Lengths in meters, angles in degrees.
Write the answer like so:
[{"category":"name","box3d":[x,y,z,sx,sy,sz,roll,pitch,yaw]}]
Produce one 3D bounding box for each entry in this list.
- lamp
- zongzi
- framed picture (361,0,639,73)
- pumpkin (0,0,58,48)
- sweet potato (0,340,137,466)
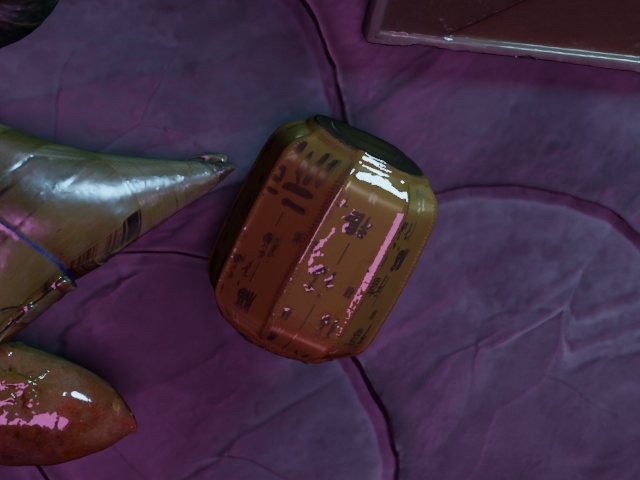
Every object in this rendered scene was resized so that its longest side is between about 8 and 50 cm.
[{"category":"lamp","box3d":[0.000,0.000,1.321,0.161,0.161,0.185,25,104,-17]},{"category":"zongzi","box3d":[-0.251,-0.077,1.282,0.289,0.123,0.260,-39,102,-15]},{"category":"framed picture","box3d":[0.221,-0.251,1.301,0.335,0.022,0.247,5,129,-12]},{"category":"pumpkin","box3d":[-0.274,-0.221,1.206,0.167,0.125,0.167,-15,141,-12]},{"category":"sweet potato","box3d":[-0.346,0.133,1.326,0.385,0.109,0.109,3,108,-7]}]
